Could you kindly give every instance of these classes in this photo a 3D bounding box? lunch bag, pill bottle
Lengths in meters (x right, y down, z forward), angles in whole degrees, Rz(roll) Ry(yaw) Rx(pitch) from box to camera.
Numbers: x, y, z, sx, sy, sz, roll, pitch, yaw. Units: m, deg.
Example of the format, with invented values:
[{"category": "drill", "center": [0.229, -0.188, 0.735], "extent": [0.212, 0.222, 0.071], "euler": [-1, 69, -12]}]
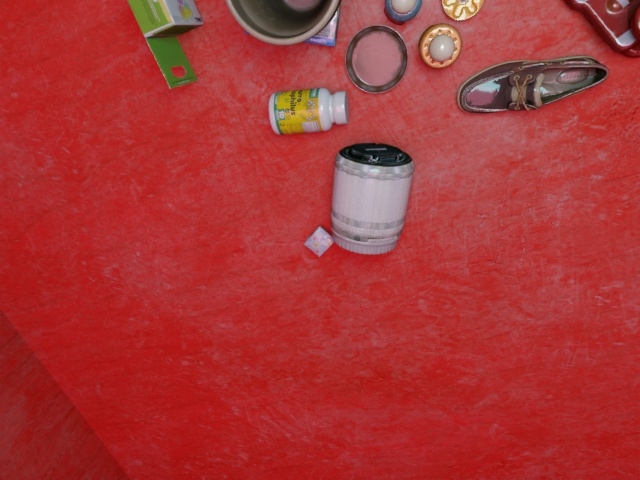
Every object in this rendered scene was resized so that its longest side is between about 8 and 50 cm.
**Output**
[{"category": "lunch bag", "center": [0.000, 0.000, 1.387], "extent": [0.071, 0.053, 0.083], "euler": [38, 126, -6]}, {"category": "pill bottle", "center": [-0.030, -0.361, 1.177], "extent": [0.208, 0.118, 0.118], "euler": [-1, 116, 12]}]

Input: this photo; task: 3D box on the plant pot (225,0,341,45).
[{"category": "plant pot", "center": [-0.063, -0.583, 0.951], "extent": [0.262, 0.229, 0.263], "euler": [4, 116, 8]}]

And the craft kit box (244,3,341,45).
[{"category": "craft kit box", "center": [-0.066, -0.647, 1.079], "extent": [0.249, 0.061, 0.247], "euler": [11, 120, 5]}]

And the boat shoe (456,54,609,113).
[{"category": "boat shoe", "center": [0.522, -0.385, 1.053], "extent": [0.341, 0.123, 0.124], "euler": [-5, 115, 13]}]

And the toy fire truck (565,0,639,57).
[{"category": "toy fire truck", "center": [0.732, -0.573, 0.912], "extent": [0.302, 0.169, 0.254], "euler": [-38, 85, 24]}]

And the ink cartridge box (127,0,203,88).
[{"category": "ink cartridge box", "center": [-0.380, -0.553, 1.111], "extent": [0.096, 0.189, 0.255], "euler": [-15, 114, 16]}]

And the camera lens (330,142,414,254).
[{"category": "camera lens", "center": [0.141, -0.126, 1.201], "extent": [0.219, 0.219, 0.275], "euler": [8, 117, 7]}]

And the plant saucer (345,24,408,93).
[{"category": "plant saucer", "center": [0.150, -0.482, 1.125], "extent": [0.168, 0.029, 0.169], "euler": [7, 122, 11]}]

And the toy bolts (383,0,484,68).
[{"category": "toy bolts", "center": [0.269, -0.550, 1.001], "extent": [0.228, 0.158, 0.218], "euler": [31, 118, -5]}]
